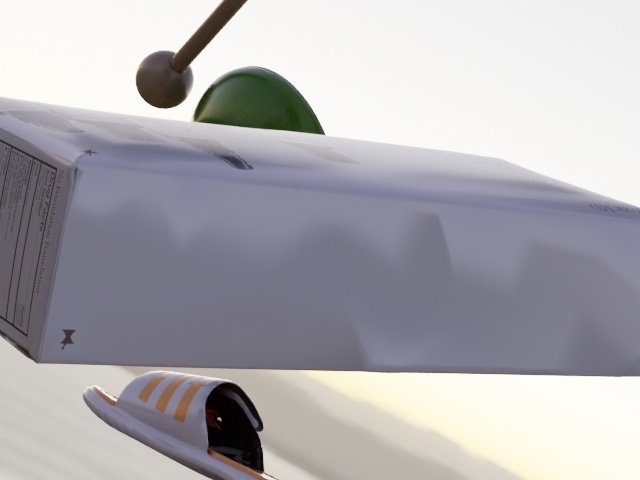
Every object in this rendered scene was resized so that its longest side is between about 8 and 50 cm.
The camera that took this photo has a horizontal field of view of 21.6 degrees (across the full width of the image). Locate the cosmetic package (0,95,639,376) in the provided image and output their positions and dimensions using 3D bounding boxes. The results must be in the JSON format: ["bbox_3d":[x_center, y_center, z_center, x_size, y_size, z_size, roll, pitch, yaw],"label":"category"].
[{"bbox_3d":[0.000,0.000,0.533,0.239,0.060,0.099,5,15,-38],"label":"cosmetic package"}]

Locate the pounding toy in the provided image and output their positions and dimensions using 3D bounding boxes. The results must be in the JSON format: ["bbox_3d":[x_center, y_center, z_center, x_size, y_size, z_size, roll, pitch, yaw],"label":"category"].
[{"bbox_3d":[-0.093,-0.071,1.410,0.183,0.110,0.237,-35,-102,53],"label":"pounding toy"}]

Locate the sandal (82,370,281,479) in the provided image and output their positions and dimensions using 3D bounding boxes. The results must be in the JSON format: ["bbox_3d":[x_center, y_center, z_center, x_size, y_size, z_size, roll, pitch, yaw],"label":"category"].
[{"bbox_3d":[-0.069,0.155,1.326,0.265,0.076,0.102,22,-8,31],"label":"sandal"}]
